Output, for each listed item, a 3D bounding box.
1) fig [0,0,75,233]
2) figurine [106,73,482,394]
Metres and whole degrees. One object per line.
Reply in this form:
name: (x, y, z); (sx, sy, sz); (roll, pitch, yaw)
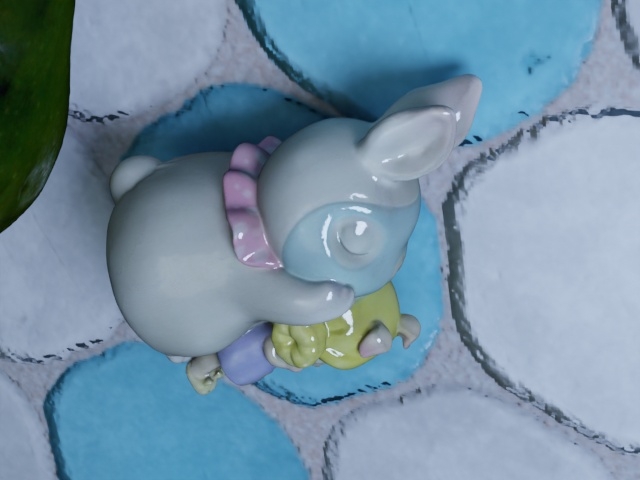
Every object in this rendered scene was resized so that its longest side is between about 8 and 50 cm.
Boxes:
fig: (-0.231, -0.100, 0.990); (0.195, 0.195, 0.245); (43, 114, -3)
figurine: (0.000, 0.000, 0.966); (0.235, 0.127, 0.155); (-15, 94, 31)
